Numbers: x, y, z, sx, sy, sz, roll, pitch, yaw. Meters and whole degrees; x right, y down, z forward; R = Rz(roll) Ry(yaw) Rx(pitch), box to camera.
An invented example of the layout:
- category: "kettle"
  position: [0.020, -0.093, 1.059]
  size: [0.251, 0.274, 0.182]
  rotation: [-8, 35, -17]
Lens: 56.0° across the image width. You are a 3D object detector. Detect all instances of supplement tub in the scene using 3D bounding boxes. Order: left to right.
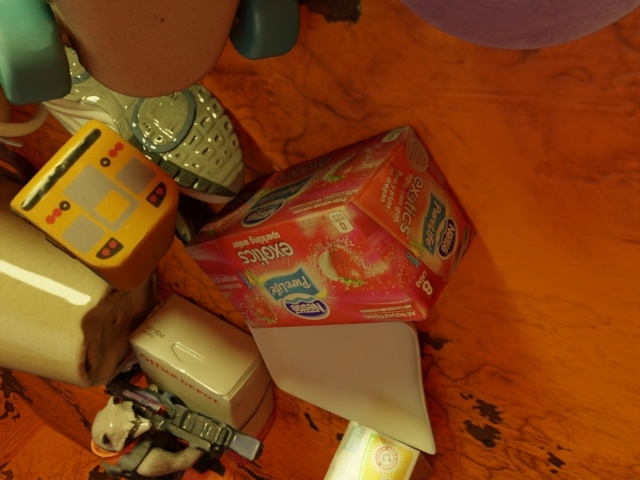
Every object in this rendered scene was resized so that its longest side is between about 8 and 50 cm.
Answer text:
- category: "supplement tub"
  position: [-0.407, 0.232, 1.230]
  size: [0.117, 0.117, 0.190]
  rotation: [38, 145, 2]

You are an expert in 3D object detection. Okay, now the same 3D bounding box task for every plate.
- category: "plate"
  position: [0.024, 0.153, 0.812]
  size: [0.278, 0.045, 0.277]
  rotation: [14, 139, 31]

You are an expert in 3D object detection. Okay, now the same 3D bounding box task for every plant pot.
- category: "plant pot"
  position: [-0.445, 0.078, 0.959]
  size: [0.306, 0.333, 0.333]
  rotation: [18, 142, 9]

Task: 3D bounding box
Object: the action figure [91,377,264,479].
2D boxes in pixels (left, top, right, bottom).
- category: "action figure"
  position: [-0.225, 0.358, 0.956]
  size: [0.342, 0.178, 0.330]
  rotation: [5, 143, 41]

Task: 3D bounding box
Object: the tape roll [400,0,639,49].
- category: "tape roll"
  position: [0.109, -0.203, 0.307]
  size: [0.189, 0.080, 0.189]
  rotation: [24, 143, 20]

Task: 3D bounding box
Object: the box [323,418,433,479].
- category: "box"
  position: [0.085, 0.344, 0.860]
  size: [0.103, 0.114, 0.203]
  rotation: [19, 161, 24]

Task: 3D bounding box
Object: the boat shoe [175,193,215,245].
- category: "boat shoe"
  position: [-0.167, -0.024, 0.787]
  size: [0.049, 0.056, 0.152]
  rotation: [23, 140, 40]

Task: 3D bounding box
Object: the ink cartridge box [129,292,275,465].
- category: "ink cartridge box"
  position: [-0.194, 0.250, 1.056]
  size: [0.207, 0.117, 0.283]
  rotation: [26, 143, 19]

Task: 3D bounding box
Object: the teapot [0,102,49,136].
- category: "teapot"
  position: [-0.445, -0.238, 0.635]
  size: [0.253, 0.187, 0.256]
  rotation: [16, 138, 6]

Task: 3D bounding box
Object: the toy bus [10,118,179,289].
- category: "toy bus"
  position: [-0.234, -0.022, 0.662]
  size: [0.130, 0.108, 0.333]
  rotation: [38, 164, -6]

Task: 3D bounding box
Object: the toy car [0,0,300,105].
- category: "toy car"
  position: [-0.156, -0.249, 0.440]
  size: [0.238, 0.219, 0.210]
  rotation: [57, 153, 26]

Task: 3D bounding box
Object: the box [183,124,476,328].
- category: "box"
  position: [0.000, 0.000, 0.594]
  size: [0.257, 0.122, 0.128]
  rotation: [-11, 123, 48]

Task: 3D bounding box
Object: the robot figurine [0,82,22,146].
- category: "robot figurine"
  position: [-0.567, -0.221, 0.796]
  size: [0.300, 0.199, 0.353]
  rotation: [-36, 104, 23]

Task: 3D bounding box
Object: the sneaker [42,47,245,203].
- category: "sneaker"
  position: [-0.198, -0.125, 0.676]
  size: [0.297, 0.111, 0.129]
  rotation: [34, 157, 19]
